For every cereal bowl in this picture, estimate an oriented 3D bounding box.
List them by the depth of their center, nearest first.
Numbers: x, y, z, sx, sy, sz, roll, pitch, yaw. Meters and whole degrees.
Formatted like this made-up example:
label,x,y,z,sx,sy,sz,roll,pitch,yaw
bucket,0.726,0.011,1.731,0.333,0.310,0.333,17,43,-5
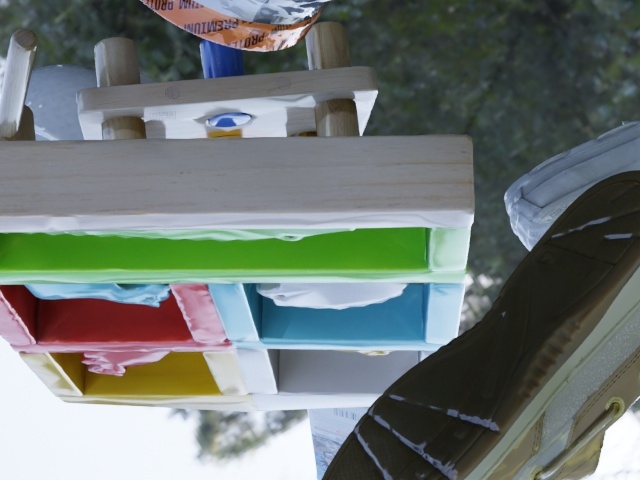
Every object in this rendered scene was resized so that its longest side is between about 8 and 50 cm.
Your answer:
label,x,y,z,sx,sy,sz,roll,pitch,yaw
cereal bowl,-0.228,-0.112,1.664,0.339,0.141,0.339,29,167,7

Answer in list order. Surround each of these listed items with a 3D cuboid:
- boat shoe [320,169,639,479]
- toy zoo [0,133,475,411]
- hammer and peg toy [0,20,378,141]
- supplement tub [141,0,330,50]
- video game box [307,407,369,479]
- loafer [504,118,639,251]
label,x,y,z,sx,sy,sz,roll,pitch,yaw
boat shoe,0.053,0.044,0.343,0.045,0.135,0.050,47,176,-27
toy zoo,-0.037,0.032,0.574,0.293,0.192,0.030,84,-174,-69
hammer and peg toy,-0.138,-0.092,1.222,0.266,0.361,0.127,114,151,-76
supplement tub,-0.009,-0.285,0.835,0.194,0.316,0.193,19,-143,-15
video game box,0.091,0.208,1.354,0.187,0.205,0.048,86,-158,-51
loafer,0.327,-0.083,1.293,0.111,0.319,0.112,-117,5,-49
